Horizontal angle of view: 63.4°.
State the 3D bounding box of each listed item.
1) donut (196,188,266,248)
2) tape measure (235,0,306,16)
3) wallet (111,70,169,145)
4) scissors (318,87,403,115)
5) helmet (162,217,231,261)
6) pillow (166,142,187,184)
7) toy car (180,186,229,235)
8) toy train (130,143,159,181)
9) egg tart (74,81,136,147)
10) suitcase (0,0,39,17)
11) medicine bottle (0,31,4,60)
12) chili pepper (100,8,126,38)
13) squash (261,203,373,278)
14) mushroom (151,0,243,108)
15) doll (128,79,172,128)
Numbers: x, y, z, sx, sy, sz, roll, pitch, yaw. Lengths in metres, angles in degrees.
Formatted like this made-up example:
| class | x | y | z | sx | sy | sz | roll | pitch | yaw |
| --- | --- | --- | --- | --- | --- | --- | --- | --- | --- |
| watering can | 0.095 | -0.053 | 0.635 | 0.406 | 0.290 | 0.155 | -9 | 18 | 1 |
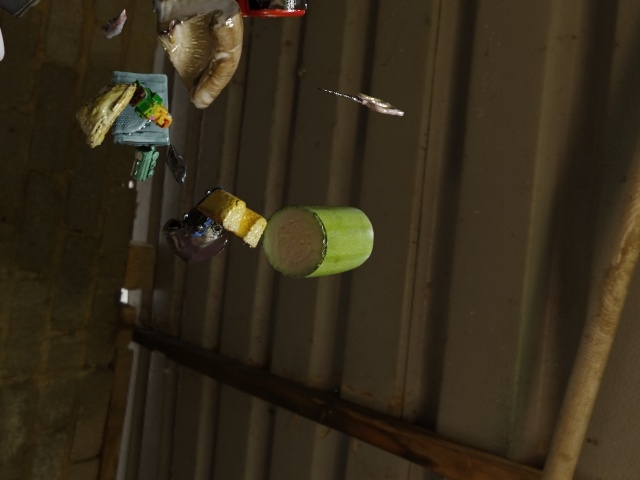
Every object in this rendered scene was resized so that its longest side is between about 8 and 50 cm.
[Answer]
| class | x | y | z | sx | sy | sz | roll | pitch | yaw |
| --- | --- | --- | --- | --- | --- | --- | --- | --- | --- |
| donut | -0.260 | -0.072 | 1.447 | 0.152 | 0.259 | 0.101 | 31 | -94 | 17 |
| tape measure | -0.175 | -0.885 | 1.910 | 0.260 | 0.253 | 0.114 | 10 | -64 | 26 |
| wallet | -0.786 | -0.581 | 2.256 | 0.075 | 0.237 | 0.342 | 138 | -52 | -67 |
| scissors | 0.125 | -0.455 | 1.677 | 0.160 | 0.317 | 0.024 | 51 | -53 | 47 |
| helmet | -0.471 | -0.016 | 2.087 | 0.225 | 0.305 | 0.177 | 28 | -51 | 62 |
| pillow | -0.554 | -0.291 | 1.986 | 0.090 | 0.048 | 0.150 | -52 | -122 | 28 |
| toy car | -0.412 | -0.103 | 1.881 | 0.103 | 0.063 | 0.216 | 32 | -109 | 29 |
| toy train | -0.747 | -0.324 | 2.182 | 0.071 | 0.111 | 0.170 | 31 | -61 | 7 |
| egg tart | -0.606 | -0.366 | 1.449 | 0.232 | 0.098 | 0.252 | -35 | -150 | 31 |
| suitcase | -0.849 | -0.885 | 1.521 | 0.434 | 0.194 | 0.283 | -33 | -116 | 15 |
| medicine bottle | -0.870 | -0.456 | 1.121 | 0.170 | 0.293 | 0.170 | 28 | -50 | 40 |
| chili pepper | -0.590 | -0.619 | 1.489 | 0.153 | 0.041 | 0.050 | -9 | -94 | 40 |
| squash | 0.000 | 0.000 | 1.873 | 0.263 | 0.384 | 0.263 | 1 | -87 | 30 |
| mushroom | -0.416 | -0.693 | 1.937 | 0.313 | 0.397 | 0.224 | -7 | -125 | 2 |
| doll | -0.644 | -0.508 | 1.966 | 0.106 | 0.186 | 0.134 | -36 | -144 | 10 |
